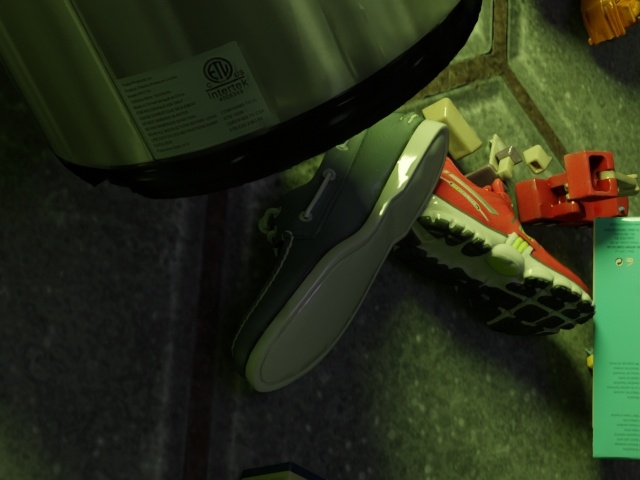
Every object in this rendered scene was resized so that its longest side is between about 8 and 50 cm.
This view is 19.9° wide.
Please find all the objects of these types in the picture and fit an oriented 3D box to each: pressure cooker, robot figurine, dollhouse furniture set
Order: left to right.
[{"bbox_3d":[-0.105,-0.288,1.284,0.370,0.375,0.420,-35,119,-16],"label":"pressure cooker"},{"bbox_3d":[0.165,-0.114,1.816,0.114,0.091,0.081,51,30,-22],"label":"dollhouse furniture set"},{"bbox_3d":[0.360,-0.349,2.101,0.291,0.085,0.211,-46,114,-46],"label":"robot figurine"}]

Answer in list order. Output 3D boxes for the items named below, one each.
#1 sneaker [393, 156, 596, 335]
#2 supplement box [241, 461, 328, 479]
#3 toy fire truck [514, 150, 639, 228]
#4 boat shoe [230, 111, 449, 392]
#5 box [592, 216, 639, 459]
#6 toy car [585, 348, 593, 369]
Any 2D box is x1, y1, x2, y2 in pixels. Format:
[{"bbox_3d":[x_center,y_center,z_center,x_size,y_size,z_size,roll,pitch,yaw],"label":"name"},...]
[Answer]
[{"bbox_3d":[0.177,0.002,1.770,0.279,0.107,0.118,36,44,-40],"label":"sneaker"},{"bbox_3d":[-0.024,0.236,1.494,0.083,0.056,0.083,32,56,-39],"label":"supplement box"},{"bbox_3d":[0.277,-0.050,1.871,0.192,0.135,0.047,3,76,-48],"label":"toy fire truck"},{"bbox_3d":[0.000,0.000,1.588,0.319,0.099,0.116,-53,157,-31],"label":"boat shoe"},{"bbox_3d":[0.312,0.100,1.863,0.100,0.060,0.244,17,74,-77],"label":"box"},{"bbox_3d":[0.314,0.082,1.934,0.040,0.060,0.122,31,55,-27],"label":"toy car"}]
